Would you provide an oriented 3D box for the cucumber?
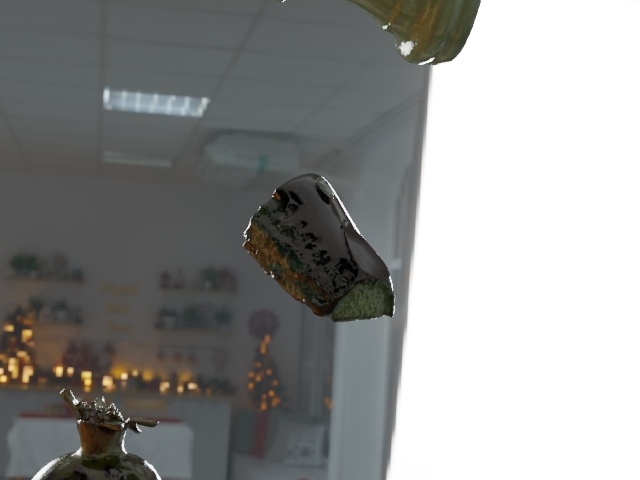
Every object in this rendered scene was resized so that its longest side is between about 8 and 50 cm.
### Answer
[{"bbox_3d":[0.000,0.000,1.071,0.115,0.085,0.193,8,33,-37],"label":"cucumber"}]

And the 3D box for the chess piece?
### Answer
[{"bbox_3d":[0.014,-0.117,0.489,0.103,0.067,0.067,10,-6,-17],"label":"chess piece"}]

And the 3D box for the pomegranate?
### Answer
[{"bbox_3d":[-0.213,0.247,1.109,0.149,0.169,0.148,21,-7,3],"label":"pomegranate"}]
